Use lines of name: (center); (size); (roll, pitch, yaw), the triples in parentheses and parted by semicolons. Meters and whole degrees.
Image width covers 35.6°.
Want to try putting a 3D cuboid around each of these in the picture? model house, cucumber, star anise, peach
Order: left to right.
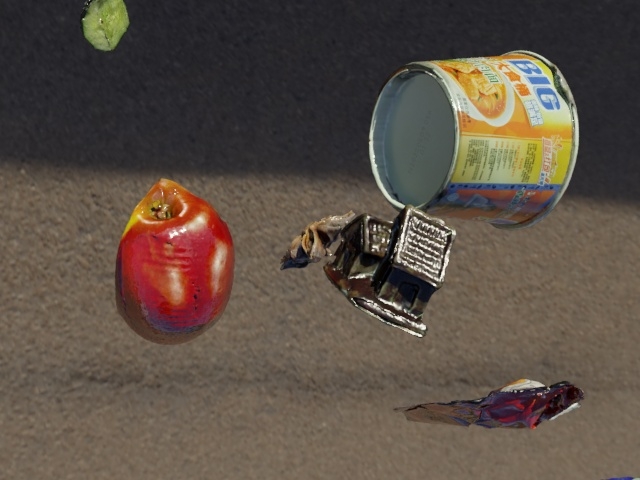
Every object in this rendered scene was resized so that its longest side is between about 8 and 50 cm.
cucumber: (-0.333, -0.328, 1.488); (0.062, 0.211, 0.078); (-16, 112, 4)
peach: (-0.216, 0.069, 1.457); (0.154, 0.159, 0.267); (-46, 155, -55)
star anise: (0.006, -0.006, 1.480); (0.129, 0.124, 0.056); (-43, 101, -27)
model house: (0.100, 0.024, 1.374); (0.165, 0.106, 0.152); (25, 107, 1)

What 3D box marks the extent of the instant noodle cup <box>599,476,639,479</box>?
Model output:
instant noodle cup: (0.105, 0.328, 0.712); (0.284, 0.284, 0.312); (23, 149, -36)

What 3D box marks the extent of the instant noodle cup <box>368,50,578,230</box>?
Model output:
instant noodle cup: (0.220, -0.153, 1.546); (0.214, 0.296, 0.296); (-3, 122, -31)

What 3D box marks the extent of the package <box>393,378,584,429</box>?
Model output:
package: (0.250, 0.248, 1.470); (0.269, 0.071, 0.194); (-12, 153, 7)
